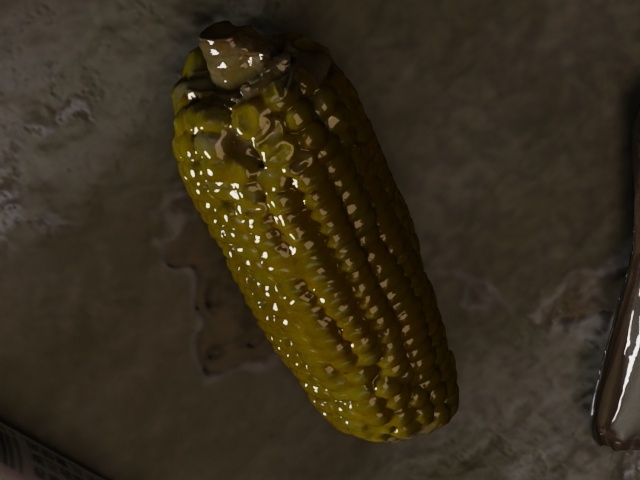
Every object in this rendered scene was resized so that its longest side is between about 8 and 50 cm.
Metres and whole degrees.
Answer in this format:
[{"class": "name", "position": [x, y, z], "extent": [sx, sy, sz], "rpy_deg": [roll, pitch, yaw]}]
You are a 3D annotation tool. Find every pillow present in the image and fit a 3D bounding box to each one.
[{"class": "pillow", "position": [0.215, 0.013, 1.059], "extent": [0.131, 0.038, 0.232], "rpy_deg": [-5, 120, -17]}]

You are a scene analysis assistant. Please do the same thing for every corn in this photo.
[{"class": "corn", "position": [0.000, 0.000, 0.960], "extent": [0.097, 0.097, 0.261], "rpy_deg": [-26, 126, -1]}]

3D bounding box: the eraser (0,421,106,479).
[{"class": "eraser", "position": [-0.178, 0.158, 1.009], "extent": [0.210, 0.068, 0.124], "rpy_deg": [35, 103, -30]}]
